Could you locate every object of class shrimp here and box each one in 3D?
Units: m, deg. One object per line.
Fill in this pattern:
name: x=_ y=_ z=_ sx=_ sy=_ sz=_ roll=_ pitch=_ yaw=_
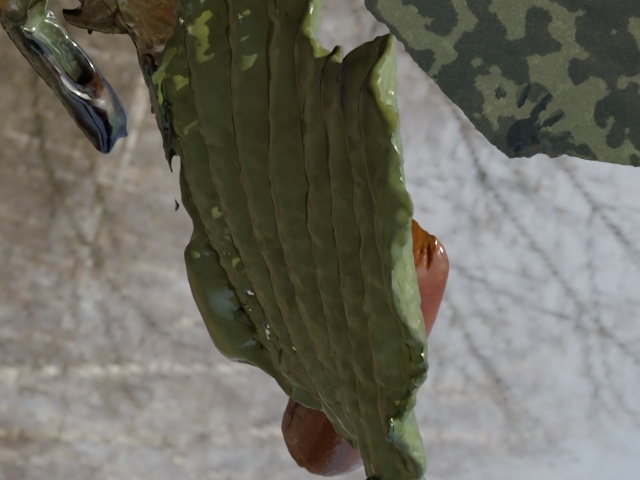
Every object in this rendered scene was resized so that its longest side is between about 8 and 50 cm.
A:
shrimp: x=-0.141 y=-0.129 z=1.566 sx=0.272 sy=0.445 sz=0.085 roll=-1 pitch=-142 yaw=41

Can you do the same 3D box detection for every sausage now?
sausage: x=0.036 y=0.098 z=1.670 sx=0.089 sy=0.083 sz=0.300 roll=46 pitch=-41 yaw=27

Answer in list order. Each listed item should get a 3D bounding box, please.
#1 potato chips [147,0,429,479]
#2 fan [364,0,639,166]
potato chips: x=-0.001 y=0.007 z=1.323 sx=0.373 sy=0.097 sz=0.389 roll=-134 pitch=-147 yaw=-52
fan: x=0.123 y=-0.102 z=0.996 sx=0.240 sy=0.009 sz=0.131 roll=30 pitch=-71 yaw=31
